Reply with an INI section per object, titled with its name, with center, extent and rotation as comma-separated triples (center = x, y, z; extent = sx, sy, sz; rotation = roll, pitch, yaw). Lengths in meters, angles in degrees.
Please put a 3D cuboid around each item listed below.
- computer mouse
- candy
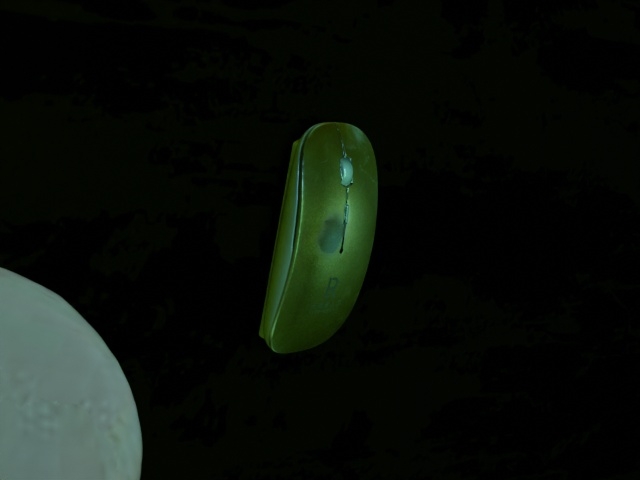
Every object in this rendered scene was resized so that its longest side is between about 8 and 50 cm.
[computer mouse]
center = 0.001, 0.001, 1.332
extent = 0.102, 0.045, 0.199
rotation = -3, 109, -51
[candy]
center = -0.239, 0.125, 0.979
extent = 0.255, 0.255, 0.094
rotation = -32, 168, -36
